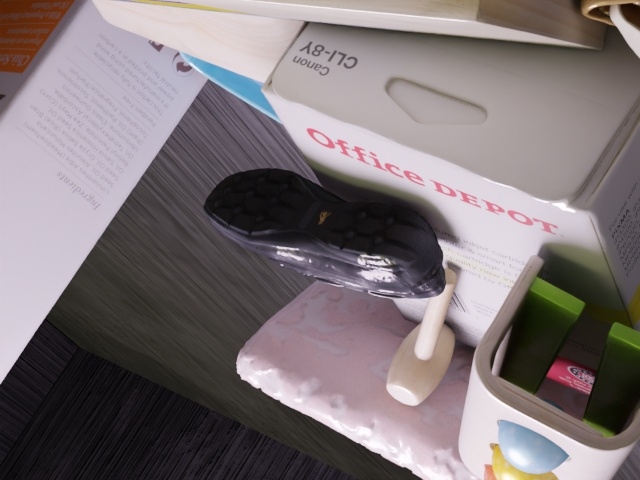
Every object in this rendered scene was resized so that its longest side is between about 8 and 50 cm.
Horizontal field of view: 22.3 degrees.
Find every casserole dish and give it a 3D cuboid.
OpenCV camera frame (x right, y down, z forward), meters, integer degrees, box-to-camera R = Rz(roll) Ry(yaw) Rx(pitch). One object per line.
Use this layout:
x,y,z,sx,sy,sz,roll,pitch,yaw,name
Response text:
-0.057,-0.162,1.562,0.188,0.037,0.114,31,165,2,casserole dish

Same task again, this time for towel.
0.143,0.099,1.502,0.332,0.317,0.053,26,136,23,towel

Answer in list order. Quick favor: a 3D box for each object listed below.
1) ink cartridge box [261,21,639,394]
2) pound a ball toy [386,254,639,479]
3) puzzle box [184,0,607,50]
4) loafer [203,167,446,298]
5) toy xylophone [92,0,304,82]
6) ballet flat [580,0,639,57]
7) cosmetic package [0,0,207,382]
0.161,-0.037,1.284,0.279,0.160,0.384,23,162,30,ink cartridge box
0.140,0.121,1.254,0.208,0.135,0.319,27,163,10,pound a ball toy
-0.043,-0.174,1.051,0.409,0.052,0.272,9,-173,23,puzzle box
0.000,0.000,1.262,0.223,0.076,0.078,16,150,38,loafer
-0.108,-0.233,1.351,0.323,0.081,0.236,27,160,22,toy xylophone
0.263,-0.110,1.024,0.232,0.073,0.080,33,165,-2,ballet flat
-0.328,-0.056,1.632,0.161,0.453,0.230,42,162,-31,cosmetic package
